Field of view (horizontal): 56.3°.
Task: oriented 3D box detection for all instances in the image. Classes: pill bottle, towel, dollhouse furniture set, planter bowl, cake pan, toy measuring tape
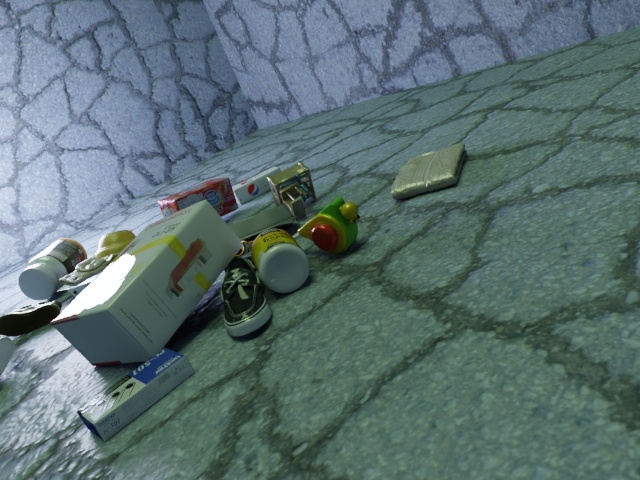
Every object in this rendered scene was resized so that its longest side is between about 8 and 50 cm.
[{"bbox_3d":[-0.102,0.040,1.440,0.117,0.117,0.215,-26,19,-7],"label":"pill bottle"},{"bbox_3d":[0.317,-0.204,1.721,0.187,0.049,0.282,-15,20,25],"label":"towel"},{"bbox_3d":[-0.066,-0.142,1.941,0.129,0.129,0.184,-28,43,-14],"label":"dollhouse furniture set"},{"bbox_3d":[-0.758,0.014,2.240,0.217,0.091,0.217,-15,1,0],"label":"planter bowl"},{"bbox_3d":[-0.213,-0.038,1.783,0.293,0.054,0.293,-22,4,1],"label":"cake pan"},{"bbox_3d":[0.000,0.000,1.513,0.121,0.121,0.330,-41,3,-42],"label":"toy measuring tape"},{"bbox_3d":[-1.019,0.109,2.285,0.162,0.162,0.278,-20,20,11],"label":"pill bottle"}]

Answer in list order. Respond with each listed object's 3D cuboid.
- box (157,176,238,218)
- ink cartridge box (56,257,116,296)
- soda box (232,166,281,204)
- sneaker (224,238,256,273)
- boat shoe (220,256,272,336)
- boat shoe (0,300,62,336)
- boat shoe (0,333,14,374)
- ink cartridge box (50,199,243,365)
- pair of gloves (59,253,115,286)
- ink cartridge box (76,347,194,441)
[{"bbox_3d":[-0.443,-0.131,2.189,0.122,0.128,0.256,1,24,44],"label":"box"},{"bbox_3d":[-0.804,0.128,2.154,0.208,0.045,0.206,-15,20,18],"label":"ink cartridge box"},{"bbox_3d":[-0.256,-0.223,2.428,0.216,0.069,0.074,-30,19,-17],"label":"soda box"},{"bbox_3d":[-0.198,0.034,1.631,0.084,0.083,0.215,-16,19,27],"label":"sneaker"},{"bbox_3d":[-0.177,0.114,1.349,0.108,0.102,0.301,-22,18,3],"label":"boat shoe"},{"bbox_3d":[-0.949,0.252,1.949,0.223,0.080,0.073,-18,13,1],"label":"boat shoe"},{"bbox_3d":[-0.881,0.357,1.534,0.103,0.113,0.302,-13,32,25],"label":"boat shoe"},{"bbox_3d":[-0.407,0.101,1.439,0.279,0.160,0.385,-16,29,42],"label":"ink cartridge box"},{"bbox_3d":[-0.716,0.110,2.010,0.239,0.042,0.204,4,30,17],"label":"pair of gloves"},{"bbox_3d":[-0.357,0.293,1.164,0.207,0.046,0.097,-36,23,-33],"label":"ink cartridge box"}]
